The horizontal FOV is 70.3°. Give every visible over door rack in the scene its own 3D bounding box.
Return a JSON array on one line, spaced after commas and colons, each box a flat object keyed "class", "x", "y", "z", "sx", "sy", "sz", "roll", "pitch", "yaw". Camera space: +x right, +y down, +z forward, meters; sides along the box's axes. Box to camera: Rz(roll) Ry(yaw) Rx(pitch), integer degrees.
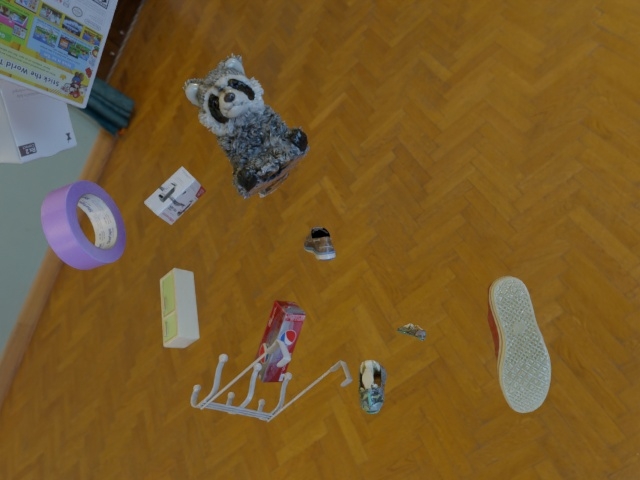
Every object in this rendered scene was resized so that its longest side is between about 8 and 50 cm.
[{"class": "over door rack", "x": -0.120, "y": 0.332, "z": 1.103, "sx": 0.324, "sy": 0.239, "sz": 0.108, "roll": -34, "pitch": 47, "yaw": 27}]

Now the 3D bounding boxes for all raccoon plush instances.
[{"class": "raccoon plush", "x": -0.225, "y": -0.270, "z": 1.221, "sx": 0.216, "sy": 0.299, "sz": 0.446, "roll": -38, "pitch": 3, "yaw": -23}]

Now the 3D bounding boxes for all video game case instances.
[{"class": "video game case", "x": -0.416, "y": -0.326, "z": 0.660, "sx": 0.026, "sy": 0.227, "sz": 0.206, "roll": 22, "pitch": 96, "yaw": 22}]

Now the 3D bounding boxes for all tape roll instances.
[{"class": "tape roll", "x": -0.747, "y": -0.049, "z": 1.453, "sx": 0.090, "sy": 0.275, "sz": 0.275, "roll": -17, "pitch": 59, "yaw": 9}]

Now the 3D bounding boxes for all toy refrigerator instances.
[{"class": "toy refrigerator", "x": -0.522, "y": 0.246, "z": 1.664, "sx": 0.102, "sy": 0.094, "sz": 0.269, "roll": -33, "pitch": 57, "yaw": 31}]

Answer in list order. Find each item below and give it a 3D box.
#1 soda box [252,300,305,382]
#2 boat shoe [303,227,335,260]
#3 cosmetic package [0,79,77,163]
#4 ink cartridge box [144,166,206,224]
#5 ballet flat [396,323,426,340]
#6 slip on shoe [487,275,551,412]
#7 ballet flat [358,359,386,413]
[{"class": "soda box", "x": -0.139, "y": 0.337, "z": 1.516, "sx": 0.092, "sy": 0.083, "sz": 0.263, "roll": 36, "pitch": 110, "yaw": 53}, {"class": "boat shoe", "x": 0.000, "y": 0.000, "z": 1.190, "sx": 0.183, "sy": 0.066, "sz": 0.066, "roll": -148, "pitch": 54, "yaw": -69}, {"class": "cosmetic package", "x": -0.622, "y": -0.243, "z": 0.894, "sx": 0.183, "sy": 0.151, "sz": 0.151, "roll": 3, "pitch": 25, "yaw": 13}, {"class": "ink cartridge box", "x": -0.380, "y": -0.115, "z": 1.197, "sx": 0.056, "sy": 0.099, "sz": 0.135, "roll": 43, "pitch": 83, "yaw": 11}, {"class": "ballet flat", "x": 0.279, "y": 0.273, "z": 1.379, "sx": 0.114, "sy": 0.041, "sz": 0.041, "roll": 5, "pitch": 71, "yaw": 59}, {"class": "slip on shoe", "x": 0.471, "y": 0.247, "z": 1.100, "sx": 0.123, "sy": 0.101, "sz": 0.331, "roll": -11, "pitch": 89, "yaw": 6}, {"class": "ballet flat", "x": 0.114, "y": 0.306, "z": 1.021, "sx": 0.070, "sy": 0.070, "sz": 0.188, "roll": -42, "pitch": 9, "yaw": 12}]
